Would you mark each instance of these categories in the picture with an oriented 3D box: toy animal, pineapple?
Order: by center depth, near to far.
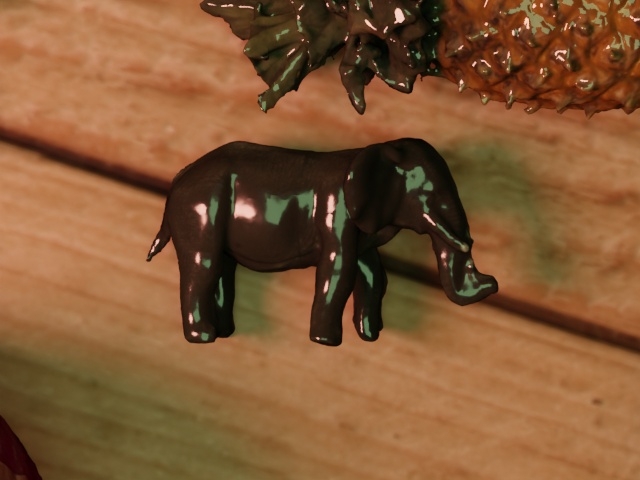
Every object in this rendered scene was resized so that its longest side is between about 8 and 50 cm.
[{"bbox_3d":[0.077,-0.166,1.320,0.340,0.169,0.169,1,91,2],"label":"pineapple"},{"bbox_3d":[0.002,0.000,1.328,0.245,0.114,0.146,1,92,-5],"label":"toy animal"}]

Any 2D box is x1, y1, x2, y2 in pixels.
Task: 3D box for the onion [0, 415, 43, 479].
[{"bbox_3d":[-0.324,0.164,1.236,0.347,0.348,0.385,10,52,-5],"label":"onion"}]
